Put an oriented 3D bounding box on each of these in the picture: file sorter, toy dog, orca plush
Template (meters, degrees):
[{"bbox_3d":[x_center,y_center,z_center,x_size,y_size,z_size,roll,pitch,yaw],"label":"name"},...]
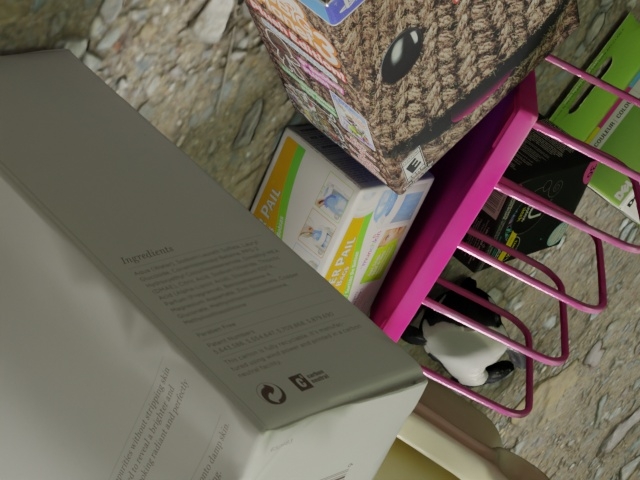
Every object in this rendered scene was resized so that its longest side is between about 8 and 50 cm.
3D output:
[{"bbox_3d":[0.192,-0.010,1.469,0.291,0.182,0.202,-60,-171,28],"label":"file sorter"},{"bbox_3d":[0.010,0.332,1.606,0.408,0.284,0.395,-57,-174,6],"label":"toy dog"},{"bbox_3d":[0.190,0.098,1.846,0.287,0.151,0.102,44,56,-59],"label":"orca plush"}]

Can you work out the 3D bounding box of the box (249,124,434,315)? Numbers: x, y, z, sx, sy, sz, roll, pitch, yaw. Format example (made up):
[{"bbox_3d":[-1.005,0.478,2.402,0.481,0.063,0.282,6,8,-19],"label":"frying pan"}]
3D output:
[{"bbox_3d":[0.000,0.000,1.452,0.114,0.103,0.203,-12,135,-48],"label":"box"}]

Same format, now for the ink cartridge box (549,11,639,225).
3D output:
[{"bbox_3d":[0.375,-0.133,1.821,0.189,0.097,0.255,-53,152,8],"label":"ink cartridge box"}]

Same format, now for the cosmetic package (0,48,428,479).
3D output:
[{"bbox_3d":[-0.142,0.061,1.038,0.156,0.385,0.217,-13,138,-46],"label":"cosmetic package"}]

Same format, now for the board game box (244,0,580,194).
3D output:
[{"bbox_3d":[0.071,-0.217,1.246,0.232,0.141,0.291,-44,152,-9],"label":"board game box"}]

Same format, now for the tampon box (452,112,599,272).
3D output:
[{"bbox_3d":[0.200,-0.054,1.666,0.161,0.101,0.120,-17,138,-44],"label":"tampon box"}]
